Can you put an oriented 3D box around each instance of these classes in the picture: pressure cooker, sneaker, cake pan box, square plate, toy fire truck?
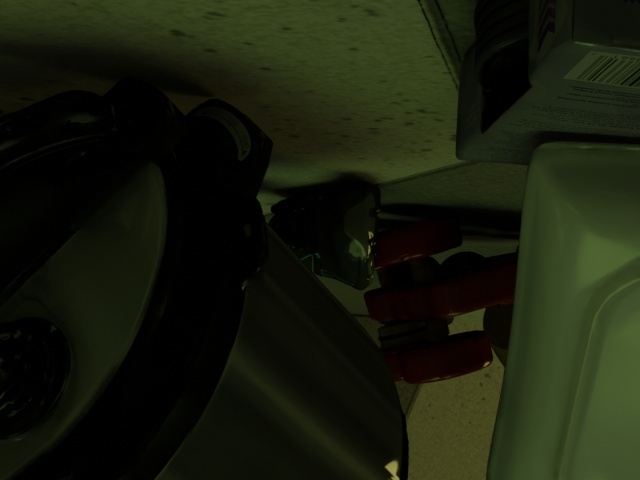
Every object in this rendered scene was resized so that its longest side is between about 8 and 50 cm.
[{"bbox_3d":[-0.166,0.103,0.879,0.375,0.370,0.420,-10,144,28],"label":"pressure cooker"},{"bbox_3d":[0.000,0.000,1.233,0.106,0.101,0.267,7,172,-5],"label":"sneaker"},{"bbox_3d":[0.209,-0.081,0.615,0.267,0.070,0.246,4,171,-3],"label":"cake pan box"},{"bbox_3d":[0.282,0.086,0.725,0.344,0.049,0.347,4,138,6],"label":"square plate"},{"bbox_3d":[0.176,0.052,1.393,0.254,0.169,0.302,-13,178,-14],"label":"toy fire truck"}]

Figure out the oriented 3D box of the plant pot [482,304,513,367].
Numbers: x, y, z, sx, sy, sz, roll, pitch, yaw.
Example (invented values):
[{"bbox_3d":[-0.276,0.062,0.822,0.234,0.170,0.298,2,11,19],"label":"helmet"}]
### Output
[{"bbox_3d":[0.375,0.161,1.918,0.254,0.237,0.237,28,159,-38],"label":"plant pot"}]
